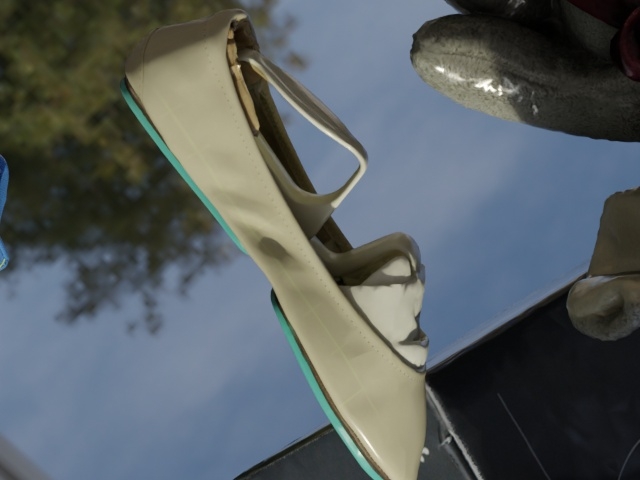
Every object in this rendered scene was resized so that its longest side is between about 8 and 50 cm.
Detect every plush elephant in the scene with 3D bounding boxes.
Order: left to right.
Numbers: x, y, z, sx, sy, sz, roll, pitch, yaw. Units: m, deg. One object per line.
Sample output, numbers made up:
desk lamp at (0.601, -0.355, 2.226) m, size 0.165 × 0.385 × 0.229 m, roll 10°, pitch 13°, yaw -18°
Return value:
plush elephant at (0.190, -0.100, 0.940) m, size 0.272 × 0.330 × 0.255 m, roll -35°, pitch -149°, yaw 10°

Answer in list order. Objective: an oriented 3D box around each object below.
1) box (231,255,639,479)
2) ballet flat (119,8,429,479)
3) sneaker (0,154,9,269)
box at (0.200, 0.159, 1.157) m, size 0.395 × 0.293 × 0.212 m, roll -27°, pitch 175°, yaw -40°
ballet flat at (0.000, 0.000, 0.913) m, size 0.086 × 0.248 × 0.086 m, roll -33°, pitch -172°, yaw 5°
sneaker at (-0.262, 0.018, 1.134) m, size 0.126 × 0.091 × 0.240 m, roll 2°, pitch -131°, yaw 28°
